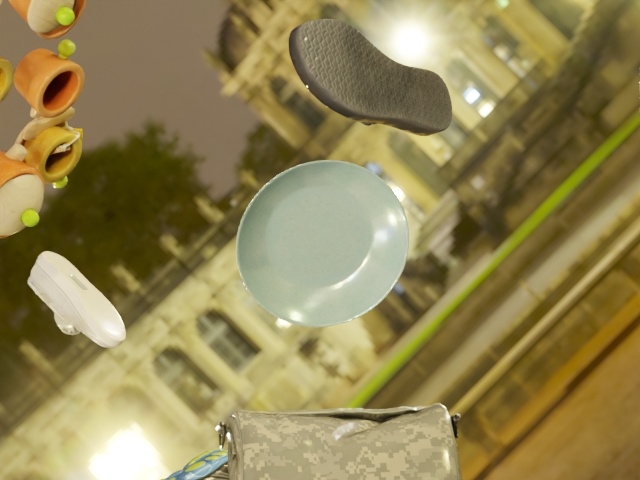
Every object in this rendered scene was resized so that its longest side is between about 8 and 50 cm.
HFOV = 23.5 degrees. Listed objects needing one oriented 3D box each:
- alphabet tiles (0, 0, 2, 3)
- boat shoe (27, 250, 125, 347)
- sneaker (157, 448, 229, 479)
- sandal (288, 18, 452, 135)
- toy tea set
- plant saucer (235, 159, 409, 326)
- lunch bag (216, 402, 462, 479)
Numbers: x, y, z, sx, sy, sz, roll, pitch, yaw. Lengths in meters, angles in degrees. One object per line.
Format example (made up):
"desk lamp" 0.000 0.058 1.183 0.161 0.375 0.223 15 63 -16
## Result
"alphabet tiles" -0.418 -0.348 1.934 0.237 0.009 0.198 -54 36 19
"boat shoe" -0.335 0.092 2.081 0.063 0.184 0.066 -55 -23 18
"sneaker" -0.170 0.332 1.965 0.067 0.078 0.188 -11 11 45
"sandal" 0.049 -0.161 1.645 0.054 0.097 0.254 -15 -23 37
"toy tea set" -0.322 -0.143 1.724 0.200 0.124 0.336 -35 -30 -34
"plant saucer" 0.000 0.000 1.697 0.195 0.195 0.037 -45 21 5
"lunch bag" 0.029 0.326 1.858 0.305 0.256 0.212 0 -13 -8
